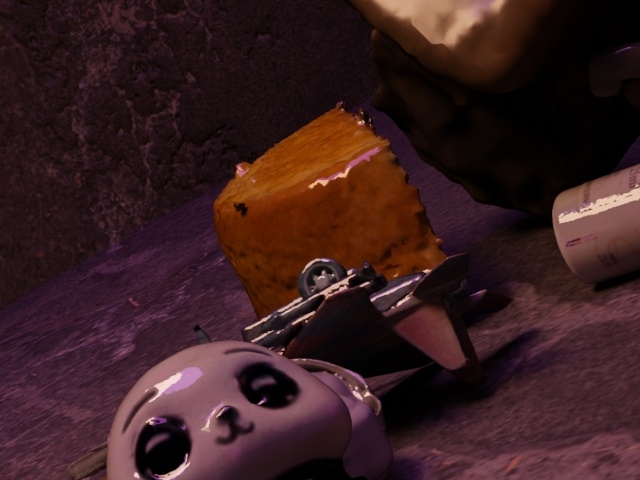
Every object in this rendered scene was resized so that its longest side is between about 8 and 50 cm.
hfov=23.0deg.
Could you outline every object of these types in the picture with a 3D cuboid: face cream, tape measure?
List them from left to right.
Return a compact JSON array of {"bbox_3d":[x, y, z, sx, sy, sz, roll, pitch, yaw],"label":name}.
[{"bbox_3d":[-0.057,0.152,1.053,0.196,0.105,0.178,-31,10,-19],"label":"tape measure"},{"bbox_3d":[0.309,-0.041,1.185,0.269,0.082,0.082,-21,11,31],"label":"face cream"}]

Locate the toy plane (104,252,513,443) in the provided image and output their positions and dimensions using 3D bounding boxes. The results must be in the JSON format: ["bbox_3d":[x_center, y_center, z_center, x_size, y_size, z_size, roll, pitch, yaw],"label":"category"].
[{"bbox_3d":[-0.022,0.087,1.183,0.326,0.104,0.223,-17,-21,15],"label":"toy plane"}]

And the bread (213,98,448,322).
[{"bbox_3d":[0.000,0.000,1.436,0.179,0.194,0.340,-25,14,-2],"label":"bread"}]

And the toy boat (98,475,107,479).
[{"bbox_3d":[-0.170,0.219,1.140,0.077,0.057,0.200,-9,18,46],"label":"toy boat"}]

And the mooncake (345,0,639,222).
[{"bbox_3d":[0.163,-0.184,1.395,0.393,0.246,0.394,-25,-34,-40],"label":"mooncake"}]

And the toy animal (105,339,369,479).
[{"bbox_3d":[-0.052,0.148,0.888,0.166,0.179,0.138,-22,-6,-20],"label":"toy animal"}]

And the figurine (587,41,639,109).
[{"bbox_3d":[0.383,-0.151,1.287,0.343,0.167,0.285,19,-18,-29],"label":"figurine"}]
